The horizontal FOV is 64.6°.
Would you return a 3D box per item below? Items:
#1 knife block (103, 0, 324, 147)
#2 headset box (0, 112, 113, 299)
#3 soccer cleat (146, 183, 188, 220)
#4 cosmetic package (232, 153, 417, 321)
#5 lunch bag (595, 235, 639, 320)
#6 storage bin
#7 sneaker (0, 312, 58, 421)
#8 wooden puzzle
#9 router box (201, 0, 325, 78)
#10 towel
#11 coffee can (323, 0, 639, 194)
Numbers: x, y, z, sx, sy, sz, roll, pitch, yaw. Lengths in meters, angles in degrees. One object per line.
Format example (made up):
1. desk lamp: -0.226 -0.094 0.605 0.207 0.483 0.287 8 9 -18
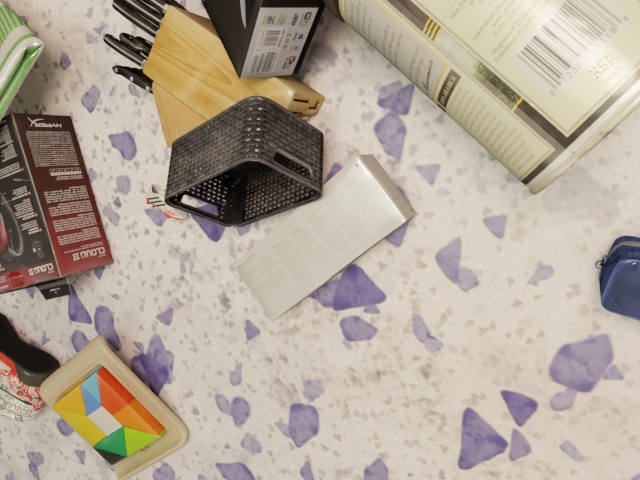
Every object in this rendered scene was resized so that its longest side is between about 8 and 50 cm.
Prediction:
1. knife block: -0.153 -0.253 0.665 0.275 0.088 0.242 -9 97 27
2. headset box: -0.496 -0.041 0.862 0.218 0.110 0.293 -14 94 28
3. soccer cleat: -0.236 -0.058 0.780 0.083 0.029 0.036 30 116 22
4. cosmetic package: 0.000 0.000 0.660 0.239 0.060 0.099 -38 85 27
5. lunch bag: 0.329 0.039 0.508 0.098 0.065 0.067 20 124 20
6. storage bin: -0.095 -0.088 0.625 0.180 0.122 0.084 -17 63 39
7. sneaker: -0.645 0.247 1.006 0.270 0.090 0.145 29 109 15
8. wooden puzzle: -0.376 0.308 0.895 0.221 0.044 0.239 -36 95 27
9. router box: -0.057 -0.360 0.494 0.243 0.081 0.309 64 149 19
10. towel: -0.572 -0.281 0.820 0.325 0.038 0.248 39 100 32
11. coffee can: 0.166 -0.206 0.458 0.275 0.201 0.201 46 116 10
